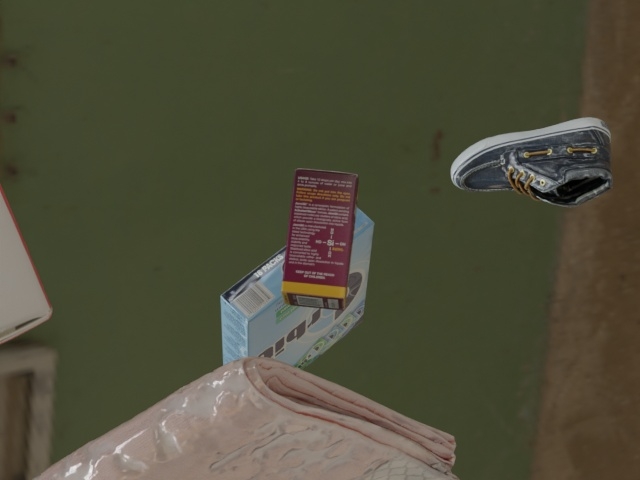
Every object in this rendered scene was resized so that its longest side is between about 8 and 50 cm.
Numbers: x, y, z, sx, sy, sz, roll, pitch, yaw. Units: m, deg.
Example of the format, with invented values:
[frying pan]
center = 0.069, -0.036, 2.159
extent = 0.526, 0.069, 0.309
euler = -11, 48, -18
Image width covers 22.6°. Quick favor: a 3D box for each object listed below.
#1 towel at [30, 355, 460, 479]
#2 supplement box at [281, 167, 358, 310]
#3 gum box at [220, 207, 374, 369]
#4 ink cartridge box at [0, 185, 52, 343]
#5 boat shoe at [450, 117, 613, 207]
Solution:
[towel]
center = -0.094, 0.210, 1.207
extent = 0.332, 0.317, 0.053
euler = -33, 57, 20
[supplement box]
center = 0.000, 0.000, 1.049
extent = 0.055, 0.043, 0.083
euler = 79, -164, -80
[gum box]
center = -0.022, 0.064, 1.512
extent = 0.041, 0.157, 0.184
euler = 43, 155, 21
[ink cartridge box]
center = -0.368, 0.012, 1.098
extent = 0.306, 0.131, 0.226
euler = -23, 93, 25
[boat shoe]
center = 0.228, -0.072, 1.738
extent = 0.183, 0.065, 0.083
euler = -16, 49, 21
